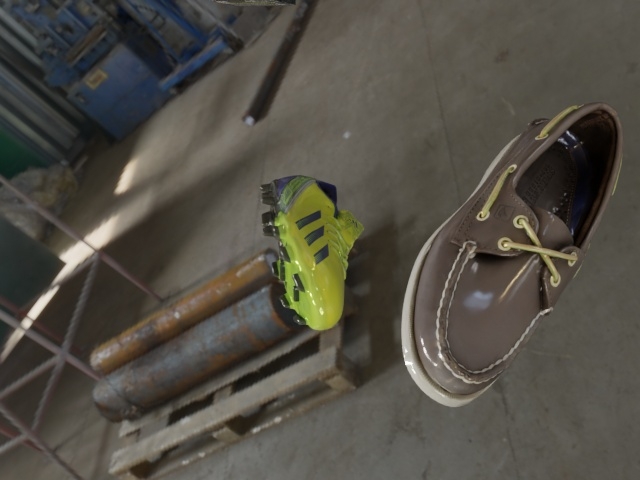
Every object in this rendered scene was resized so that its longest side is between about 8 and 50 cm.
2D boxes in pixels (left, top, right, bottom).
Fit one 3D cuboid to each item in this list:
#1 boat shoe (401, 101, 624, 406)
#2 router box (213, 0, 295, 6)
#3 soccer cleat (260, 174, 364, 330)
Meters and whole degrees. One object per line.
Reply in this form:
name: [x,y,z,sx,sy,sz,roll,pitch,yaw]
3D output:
boat shoe: [0.175,-0.003,0.641,0.324,0.116,0.096,-52,6,-34]
router box: [-0.067,-0.291,0.766,0.122,0.038,0.092,23,109,51]
soccer cleat: [0.000,-0.001,0.863,0.121,0.094,0.289,-5,29,-9]
